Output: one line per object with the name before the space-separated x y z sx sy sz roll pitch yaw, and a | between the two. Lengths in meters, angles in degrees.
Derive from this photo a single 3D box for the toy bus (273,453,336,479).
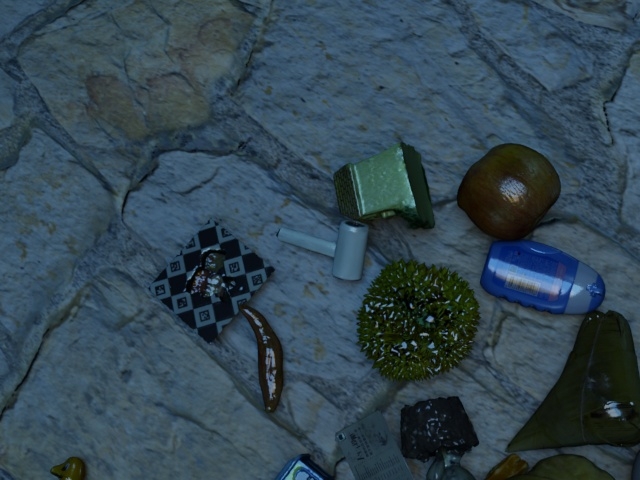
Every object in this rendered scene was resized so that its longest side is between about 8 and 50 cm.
toy bus | -0.067 0.625 1.649 0.190 0.152 0.312 36 84 15

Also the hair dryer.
hair dryer | 0.000 0.000 1.832 0.236 0.073 0.131 17 109 29

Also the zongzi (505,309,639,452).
zongzi | 0.520 0.302 1.662 0.300 0.145 0.274 -16 58 29

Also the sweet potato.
sweet potato | -0.124 0.264 1.794 0.078 0.058 0.255 -10 80 -24

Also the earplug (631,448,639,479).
earplug | 0.723 0.547 1.539 0.214 0.175 0.326 -15 83 9

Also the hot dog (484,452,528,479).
hot dog | 0.385 0.494 1.643 0.133 0.041 0.056 -25 44 -34

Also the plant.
plant | 0.256 0.467 1.637 0.146 0.149 0.275 -8 76 -31

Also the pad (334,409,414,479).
pad | 0.132 0.508 1.668 0.159 0.009 0.265 -40 69 38

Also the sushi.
sushi | -0.256 0.099 1.870 0.219 0.047 0.231 38 80 21

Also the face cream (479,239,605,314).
face cream | 0.493 0.083 1.727 0.263 0.083 0.149 17 80 13

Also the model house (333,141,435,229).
model house | 0.143 -0.102 1.784 0.189 0.214 0.195 -13 85 19

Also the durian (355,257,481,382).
durian | 0.212 0.163 1.694 0.291 0.224 0.291 10 111 26

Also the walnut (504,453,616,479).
walnut | 0.452 0.563 1.503 0.282 0.277 0.253 -12 49 -23

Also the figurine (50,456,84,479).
figurine | -0.547 0.579 1.782 0.122 0.121 0.176 -3 63 -20

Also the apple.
apple | 0.416 -0.108 1.724 0.211 0.211 0.188 -45 75 -4
